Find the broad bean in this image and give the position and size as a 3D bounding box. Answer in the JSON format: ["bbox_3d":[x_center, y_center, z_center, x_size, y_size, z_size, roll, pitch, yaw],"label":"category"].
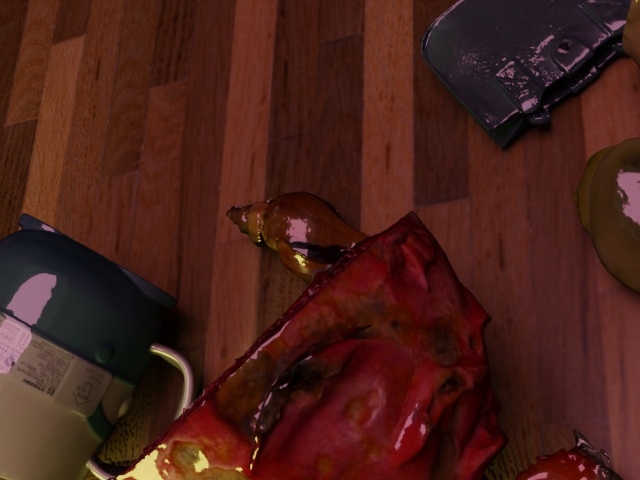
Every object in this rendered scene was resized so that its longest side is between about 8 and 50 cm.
[{"bbox_3d":[0.307,-0.019,0.942,0.124,0.082,0.174,-30,54,10],"label":"broad bean"}]

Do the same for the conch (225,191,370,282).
[{"bbox_3d":[-0.005,0.000,1.103,0.232,0.080,0.086,33,92,35],"label":"conch"}]

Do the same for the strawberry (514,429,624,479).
[{"bbox_3d":[0.197,0.282,0.813,0.174,0.098,0.228,26,57,36],"label":"strawberry"}]

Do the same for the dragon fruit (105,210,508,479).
[{"bbox_3d":[0.008,0.167,0.881,0.249,0.371,0.386,47,123,4],"label":"dragon fruit"}]

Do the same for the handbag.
[{"bbox_3d":[0.235,-0.221,1.093,0.229,0.062,0.179,-39,55,7],"label":"handbag"}]

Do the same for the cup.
[{"bbox_3d":[-0.276,0.144,1.114,0.289,0.219,0.258,29,80,5],"label":"cup"}]

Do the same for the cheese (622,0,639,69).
[{"bbox_3d":[0.413,-0.258,0.902,0.384,0.384,0.104,-33,62,10],"label":"cheese"}]
